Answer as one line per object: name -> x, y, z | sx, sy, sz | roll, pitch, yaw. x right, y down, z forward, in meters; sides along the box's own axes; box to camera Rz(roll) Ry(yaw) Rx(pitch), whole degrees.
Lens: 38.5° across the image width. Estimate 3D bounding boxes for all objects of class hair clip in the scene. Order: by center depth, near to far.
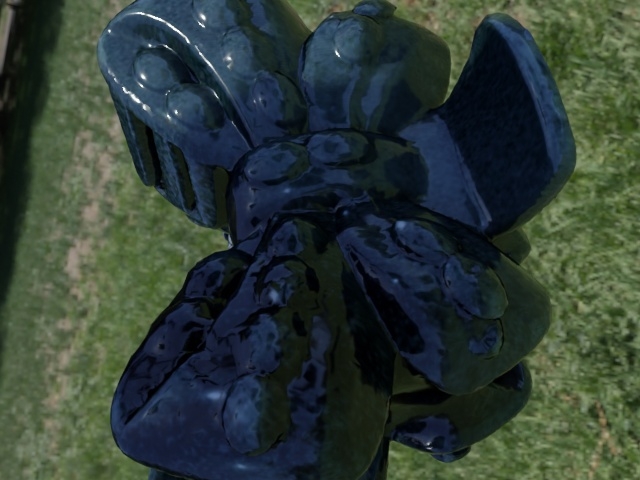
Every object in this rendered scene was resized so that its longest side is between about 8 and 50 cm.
hair clip -> 0.005, -0.004, 0.454 | 0.194, 0.206, 0.310 | 81, 178, -53

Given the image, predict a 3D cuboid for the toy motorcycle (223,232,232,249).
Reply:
toy motorcycle -> -0.075, -0.077, 1.094 | 0.114, 0.076, 0.205 | 12, 77, 55
